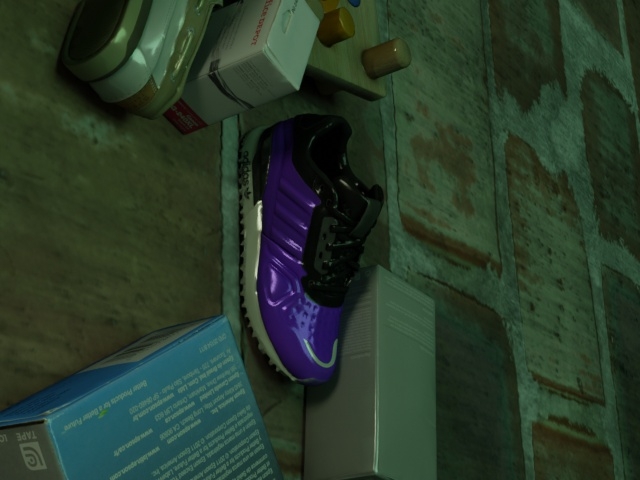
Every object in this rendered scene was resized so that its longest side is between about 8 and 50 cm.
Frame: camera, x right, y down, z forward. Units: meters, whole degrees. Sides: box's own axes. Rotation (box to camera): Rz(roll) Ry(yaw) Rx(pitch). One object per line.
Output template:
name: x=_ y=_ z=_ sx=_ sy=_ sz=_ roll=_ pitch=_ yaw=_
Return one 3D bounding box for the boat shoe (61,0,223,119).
boat shoe: x=-0.153 y=-0.252 z=1.157 sx=0.103 sy=0.113 sz=0.302 roll=45 pitch=53 yaw=-39

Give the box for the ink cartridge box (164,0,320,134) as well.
ink cartridge box: x=-0.084 y=-0.181 z=1.180 sx=0.063 sy=0.150 sz=0.109 roll=48 pitch=41 yaw=-35

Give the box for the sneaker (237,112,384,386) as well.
sneaker: x=-0.001 y=0.000 z=1.233 sx=0.102 sy=0.146 sz=0.293 roll=13 pitch=66 yaw=-54

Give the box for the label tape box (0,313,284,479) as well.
label tape box: x=-0.123 y=0.259 z=0.973 sx=0.241 sy=0.106 sz=0.333 roll=-27 pitch=100 yaw=-56

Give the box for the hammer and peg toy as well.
hammer and peg toy: x=-0.013 y=-0.357 z=1.386 sx=0.266 sy=0.127 sz=0.361 roll=14 pitch=65 yaw=-54

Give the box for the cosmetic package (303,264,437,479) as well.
cosmetic package: x=0.057 y=0.161 z=1.295 sx=0.127 sy=0.107 sz=0.238 roll=34 pitch=52 yaw=-45
